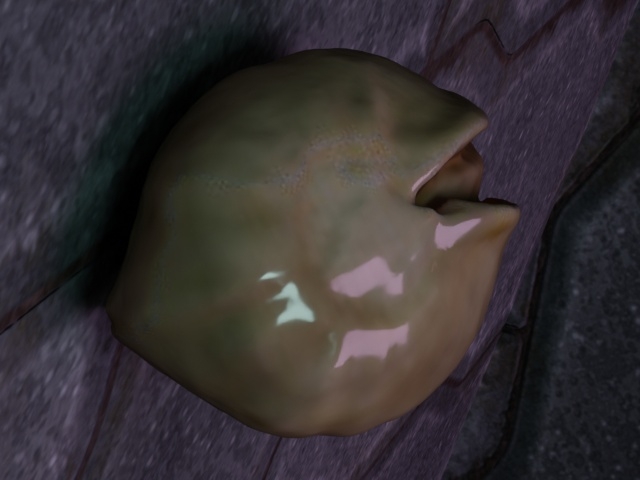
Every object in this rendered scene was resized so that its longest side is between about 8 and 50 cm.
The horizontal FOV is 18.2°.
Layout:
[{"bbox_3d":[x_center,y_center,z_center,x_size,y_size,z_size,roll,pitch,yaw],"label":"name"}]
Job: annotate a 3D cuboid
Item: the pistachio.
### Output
[{"bbox_3d":[0.000,0.000,1.054,0.318,0.214,0.193,-31,102,-80],"label":"pistachio"}]
